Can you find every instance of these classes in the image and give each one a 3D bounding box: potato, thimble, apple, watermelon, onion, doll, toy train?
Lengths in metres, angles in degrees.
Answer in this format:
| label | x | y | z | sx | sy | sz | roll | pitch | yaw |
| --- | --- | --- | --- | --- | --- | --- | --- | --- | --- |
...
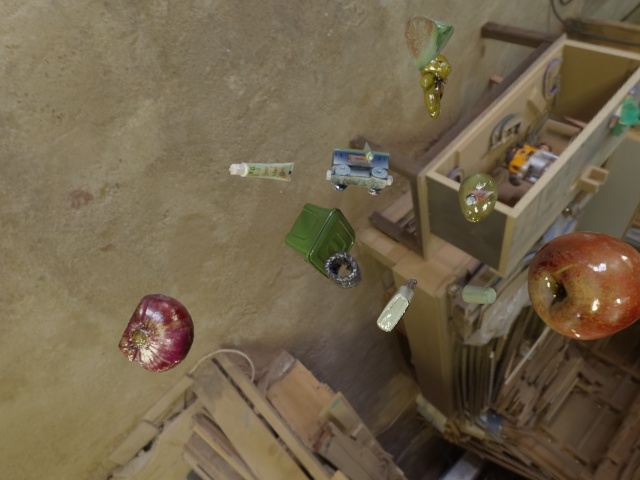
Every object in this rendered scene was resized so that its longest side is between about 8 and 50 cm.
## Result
| label | x | y | z | sx | sy | sz | roll | pitch | yaw |
| --- | --- | --- | --- | --- | --- | --- | --- | --- | --- |
| potato | 0.757 | -0.201 | 2.041 | 0.159 | 0.174 | 0.251 | 24 | 72 | -34 |
| thimble | 0.067 | 0.089 | 1.238 | 0.095 | 0.104 | 0.066 | -28 | 146 | 4 |
| apple | 0.829 | 0.136 | 1.320 | 0.277 | 0.348 | 0.348 | -2 | 125 | -12 |
| watermelon | 0.220 | -0.414 | 0.854 | 0.094 | 0.180 | 0.081 | 39 | 93 | -20 |
| onion | -0.578 | 0.340 | 1.549 | 0.272 | 0.230 | 0.256 | -49 | 163 | -69 |
| doll | 0.361 | -0.485 | 1.304 | 0.137 | 0.097 | 0.209 | 8 | 80 | -50 |
| toy train | 0.178 | -0.322 | 1.921 | 0.299 | 0.202 | 0.131 | 7 | 141 | -2 |

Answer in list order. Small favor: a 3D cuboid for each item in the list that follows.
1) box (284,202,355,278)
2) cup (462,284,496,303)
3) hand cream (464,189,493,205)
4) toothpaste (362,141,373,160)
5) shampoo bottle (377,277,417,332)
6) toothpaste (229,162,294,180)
| label | x | y | z | sx | sy | sz | roll | pitch | yaw |
| --- | --- | --- | --- | --- | --- | --- | --- | --- | --- |
| box | 0.000 | 0.000 | 1.824 | 0.253 | 0.178 | 0.329 | -61 | 151 | -11 |
| cup | 0.475 | 0.168 | 1.251 | 0.054 | 0.083 | 0.075 | -46 | 110 | -23 |
| hand cream | 0.506 | -0.142 | 1.357 | 0.216 | 0.052 | 0.038 | -27 | 149 | -53 |
| toothpaste | 0.177 | -0.330 | 1.581 | 0.029 | 0.197 | 0.048 | 13 | 112 | -6 |
| shampoo bottle | 0.287 | 0.214 | 1.510 | 0.153 | 0.071 | 0.284 | -62 | 168 | 22 |
| toothpaste | -0.217 | -0.274 | 1.652 | 0.058 | 0.056 | 0.314 | -32 | 165 | 36 |
